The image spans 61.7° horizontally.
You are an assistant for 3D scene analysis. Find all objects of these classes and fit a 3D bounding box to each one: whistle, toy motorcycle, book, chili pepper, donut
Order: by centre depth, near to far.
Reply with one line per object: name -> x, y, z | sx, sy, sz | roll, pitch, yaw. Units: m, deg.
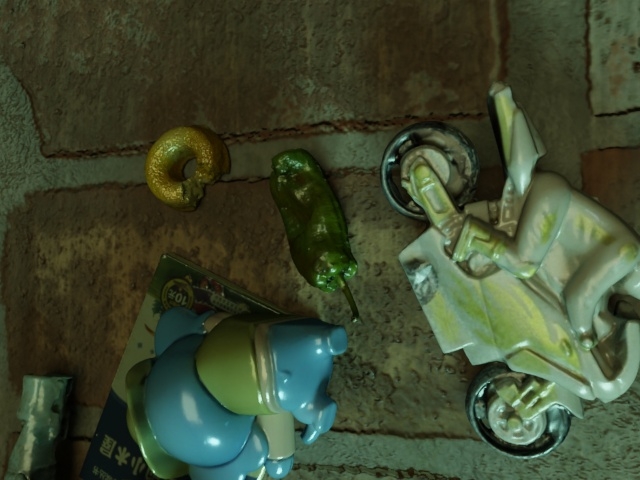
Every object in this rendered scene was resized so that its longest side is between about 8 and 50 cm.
toy motorcycle -> 0.193, 0.027, 0.490 | 0.222, 0.108, 0.341 | -23, 89, 25
chili pepper -> -0.003, 0.001, 0.575 | 0.072, 0.073, 0.204 | -32, 68, 33
donut -> -0.166, -0.091, 0.644 | 0.097, 0.043, 0.108 | 40, 97, 13
book -> -0.154, 0.204, 0.649 | 0.228, 0.018, 0.323 | 24, 96, 17
whistle -> -0.357, 0.343, 0.660 | 0.133, 0.142, 0.346 | 2, 79, 9

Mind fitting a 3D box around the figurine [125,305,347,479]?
figurine -> -0.085, 0.159, 0.538 | 0.262, 0.154, 0.180 | -10, 112, 30

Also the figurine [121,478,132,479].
figurine -> -0.148, 0.332, 0.544 | 0.116, 0.174, 0.240 | -55, 44, 13
